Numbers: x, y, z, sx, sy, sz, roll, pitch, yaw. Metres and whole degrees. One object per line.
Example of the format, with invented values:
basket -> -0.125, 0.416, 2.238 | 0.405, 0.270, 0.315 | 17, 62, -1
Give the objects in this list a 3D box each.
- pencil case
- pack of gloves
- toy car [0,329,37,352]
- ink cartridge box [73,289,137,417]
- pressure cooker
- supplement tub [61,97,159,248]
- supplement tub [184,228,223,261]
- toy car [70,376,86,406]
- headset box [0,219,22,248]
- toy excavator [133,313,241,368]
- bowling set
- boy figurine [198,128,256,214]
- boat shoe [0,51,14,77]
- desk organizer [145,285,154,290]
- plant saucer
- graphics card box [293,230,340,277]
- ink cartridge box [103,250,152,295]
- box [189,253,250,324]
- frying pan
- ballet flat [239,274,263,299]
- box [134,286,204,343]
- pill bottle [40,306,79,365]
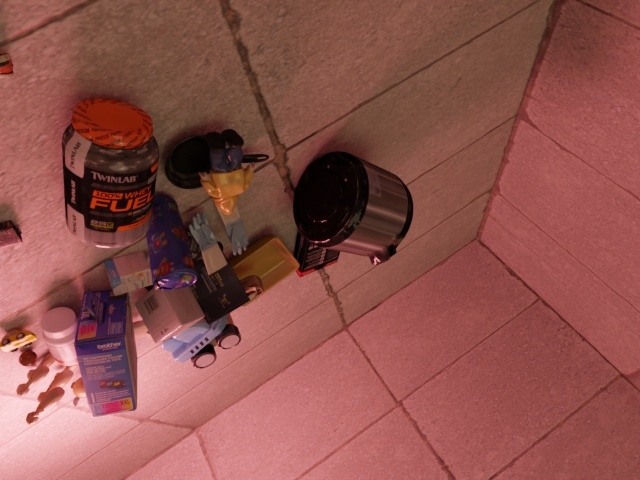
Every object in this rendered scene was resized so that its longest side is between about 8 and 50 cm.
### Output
pencil case -> -0.465, 0.011, 1.209 | 0.133, 0.306, 0.119 | -33, 151, 16
pack of gloves -> -0.365, -0.024, 1.434 | 0.195, 0.046, 0.232 | -33, 124, -33
toy car -> -1.080, 0.368, 1.300 | 0.239, 0.053, 0.225 | 3, 132, -47
ink cartridge box -> -0.716, 0.349, 1.359 | 0.151, 0.270, 0.395 | -4, 119, -23
pressure cooker -> 0.152, -0.119, 1.568 | 0.421, 0.376, 0.369 | 11, 104, -44
supplement tub -> -0.521, -0.160, 1.002 | 0.207, 0.207, 0.337 | -11, 141, -37
supplement tub -> -0.445, 0.021, 1.439 | 0.106, 0.106, 0.198 | -47, 149, 16
toy car -> -0.961, 0.607, 1.673 | 0.188, 0.155, 0.149 | -32, 151, 10
headset box -> -0.833, -0.013, 1.051 | 0.083, 0.032, 0.062 | -20, 146, -25
toy excavator -> -0.630, 0.378, 1.684 | 0.433, 0.222, 0.445 | -39, 136, 5
bowling set -> -1.023, 0.496, 1.458 | 0.154, 0.287, 0.200 | -45, 107, -2
boy figurine -> -0.282, -0.197, 1.230 | 0.177, 0.092, 0.285 | -21, 148, -24
boat shoe -> -0.666, -0.337, 0.761 | 0.137, 0.049, 0.043 | -16, 141, -37
desk organizer -> -0.598, 0.129, 1.478 | 0.130, 0.050, 0.047 | -30, 119, 19
plant saucer -> -0.287, 0.123, 1.774 | 0.333, 0.081, 0.332 | -36, 151, -3
graphics card box -> 0.000, 0.000, 1.893 | 0.233, 0.094, 0.370 | -21, 147, -26
ink cartridge box -> -0.641, 0.108, 1.365 | 0.143, 0.090, 0.092 | -18, 145, -29
box -> -0.410, 0.182, 1.567 | 0.184, 0.232, 0.059 | -29, 175, -8
frying pan -> -0.319, -0.268, 1.223 | 0.326, 0.053, 0.197 | -29, 150, -18
ballet flat -> -0.376, 0.236, 1.649 | 0.316, 0.106, 0.107 | -23, 147, -23
box -> -0.567, 0.260, 1.508 | 0.181, 0.181, 0.119 | -35, 172, 28
pill bottle -> -0.881, 0.332, 1.390 | 0.121, 0.121, 0.221 | -18, 145, -30
